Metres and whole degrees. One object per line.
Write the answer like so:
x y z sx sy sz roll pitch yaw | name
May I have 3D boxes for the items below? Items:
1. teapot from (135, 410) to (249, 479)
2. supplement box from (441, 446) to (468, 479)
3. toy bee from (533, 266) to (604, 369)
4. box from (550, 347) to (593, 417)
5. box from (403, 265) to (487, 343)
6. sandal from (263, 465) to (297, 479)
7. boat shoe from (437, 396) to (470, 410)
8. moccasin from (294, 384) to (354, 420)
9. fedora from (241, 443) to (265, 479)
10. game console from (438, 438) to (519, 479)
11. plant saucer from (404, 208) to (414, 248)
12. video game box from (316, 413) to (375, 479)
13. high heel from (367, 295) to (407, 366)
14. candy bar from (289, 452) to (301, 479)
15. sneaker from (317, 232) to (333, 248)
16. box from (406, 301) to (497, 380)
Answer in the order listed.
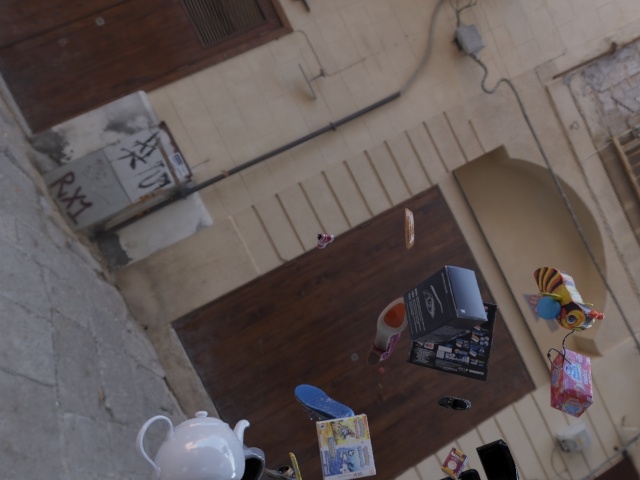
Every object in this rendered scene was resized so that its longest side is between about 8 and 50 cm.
-0.330 0.560 1.162 0.256 0.253 0.187 92 -9 -60 | teapot
0.455 0.756 1.458 0.055 0.083 0.043 22 -31 38 | supplement box
0.746 0.205 1.273 0.162 0.195 0.298 -41 -118 52 | toy bee
1.103 0.624 1.902 0.123 0.257 0.128 20 -49 15 | box
0.344 0.186 1.216 0.207 0.108 0.153 -46 -140 50 | box
-0.171 1.070 1.988 0.219 0.060 0.090 31 -26 -27 | sandal
0.545 0.671 1.774 0.042 0.133 0.048 21 67 -52 | boat shoe
0.007 0.843 2.135 0.342 0.138 0.116 22 -54 35 | moccasin
-0.336 0.843 1.553 0.124 0.275 0.243 26 -28 41 | fedora
0.664 1.014 1.850 0.044 0.362 0.213 79 -8 -84 | game console
0.438 -0.059 2.120 0.200 0.037 0.199 -2 90 -82 | plant saucer
0.090 0.752 1.560 0.048 0.187 0.205 114 -32 -71 | video game box
0.327 0.400 1.996 0.127 0.377 0.181 33 22 17 | high heel
-0.102 0.952 1.795 0.040 0.018 0.161 29 -46 61 | candy bar
0.000 0.000 1.868 0.118 0.067 0.042 -36 -130 53 | sneaker
0.507 0.361 1.664 0.073 0.296 0.293 72 30 -76 | box
